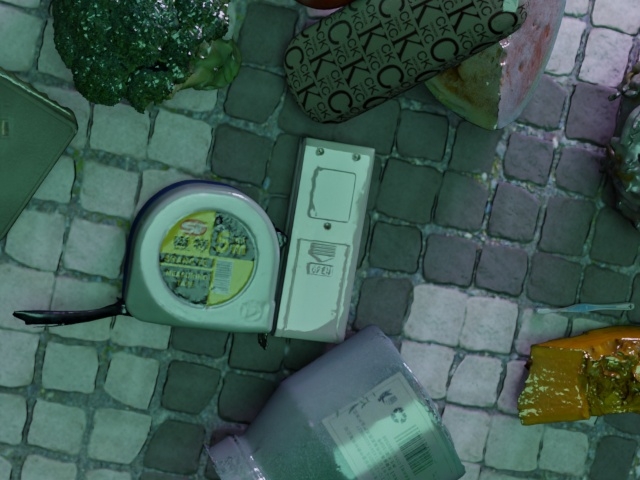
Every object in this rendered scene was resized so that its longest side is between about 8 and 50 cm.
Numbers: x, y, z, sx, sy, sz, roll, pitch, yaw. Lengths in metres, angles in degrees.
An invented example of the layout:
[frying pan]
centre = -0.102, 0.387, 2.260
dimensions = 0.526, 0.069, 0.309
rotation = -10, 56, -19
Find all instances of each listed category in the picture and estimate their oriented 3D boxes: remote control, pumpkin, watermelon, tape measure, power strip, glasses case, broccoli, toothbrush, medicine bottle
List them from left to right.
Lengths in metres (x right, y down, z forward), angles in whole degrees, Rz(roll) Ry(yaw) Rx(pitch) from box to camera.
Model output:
[power strip]
centre = -0.444, -0.130, 1.767
dimensions = 0.198, 0.064, 0.213
rotation = 33, 102, -18
[tape measure]
centre = -0.223, 0.023, 1.824
dimensions = 0.351, 0.098, 0.215
rotation = 6, 98, -18
[broccoli]
centre = -0.204, -0.279, 1.731
dimensions = 0.270, 0.270, 0.270
rotation = 28, 90, -48
[remote control]
centre = 0.000, 0.000, 1.901
dimensions = 0.102, 0.055, 0.277
rotation = 8, 94, -15
[medicine bottle]
centre = 0.013, 0.287, 1.850
dimensions = 0.290, 0.245, 0.245
rotation = -30, 104, -6
[glasses case]
centre = 0.108, -0.269, 1.792
dimensions = 0.354, 0.085, 0.137
rotation = -26, 87, 28
[watermelon]
centre = 0.222, -0.327, 1.879
dimensions = 0.175, 0.188, 0.322
rotation = 17, 104, 29
[toothbrush]
centre = 0.393, 0.101, 2.031
dimensions = 0.162, 0.017, 0.014
rotation = -1, 104, -13
[pumpkin]
centre = 0.411, 0.197, 2.005
dimensions = 0.247, 0.126, 0.131
rotation = 2, 106, 5

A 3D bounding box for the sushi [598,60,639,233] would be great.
[sushi]
centre = 0.585, -0.151, 1.966
dimensions = 0.417, 0.176, 0.418
rotation = -5, 106, -17

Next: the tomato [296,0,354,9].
[tomato]
centre = 0.025, -0.379, 1.792
dimensions = 0.225, 0.225, 0.085
rotation = -38, 126, -6
